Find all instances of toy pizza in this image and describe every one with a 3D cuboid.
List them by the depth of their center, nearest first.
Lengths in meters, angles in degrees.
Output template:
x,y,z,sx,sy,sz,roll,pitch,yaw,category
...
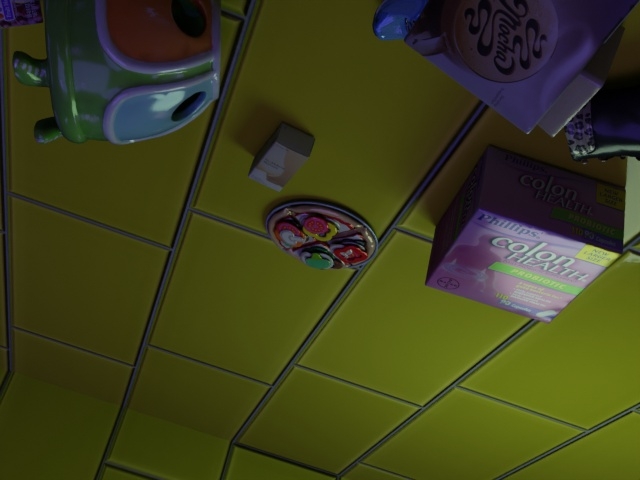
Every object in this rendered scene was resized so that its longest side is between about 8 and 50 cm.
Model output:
x,y,z,sx,sy,sz,roll,pitch,yaw,category
0.000,0.000,1.536,0.201,0.032,0.201,11,148,7,toy pizza

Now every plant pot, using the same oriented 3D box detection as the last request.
x,y,z,sx,sy,sz,roll,pitch,yaw,category
0.274,-0.209,1.038,0.096,0.109,0.109,32,147,-2,plant pot

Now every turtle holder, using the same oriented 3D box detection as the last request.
x,y,z,sx,sy,sz,roll,pitch,yaw,category
-0.239,-0.217,1.107,0.227,0.243,0.320,0,140,-8,turtle holder

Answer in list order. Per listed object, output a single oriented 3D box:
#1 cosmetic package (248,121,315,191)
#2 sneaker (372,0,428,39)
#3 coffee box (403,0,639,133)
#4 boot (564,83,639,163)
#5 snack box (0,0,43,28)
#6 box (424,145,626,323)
x,y,z,sx,sy,sz,roll,pitch,yaw,category
-0.061,-0.126,1.355,0.060,0.041,0.115,24,147,-14,cosmetic package
0.134,-0.258,1.038,0.162,0.073,0.063,-3,144,27,sneaker
0.232,-0.272,0.850,0.168,0.119,0.297,38,138,4,coffee box
0.421,-0.117,1.132,0.179,0.085,0.236,-4,137,31,boot
-0.456,-0.334,1.073,0.207,0.070,0.174,-12,148,-15,snack box
0.301,-0.001,1.330,0.214,0.117,0.243,17,148,-4,box
